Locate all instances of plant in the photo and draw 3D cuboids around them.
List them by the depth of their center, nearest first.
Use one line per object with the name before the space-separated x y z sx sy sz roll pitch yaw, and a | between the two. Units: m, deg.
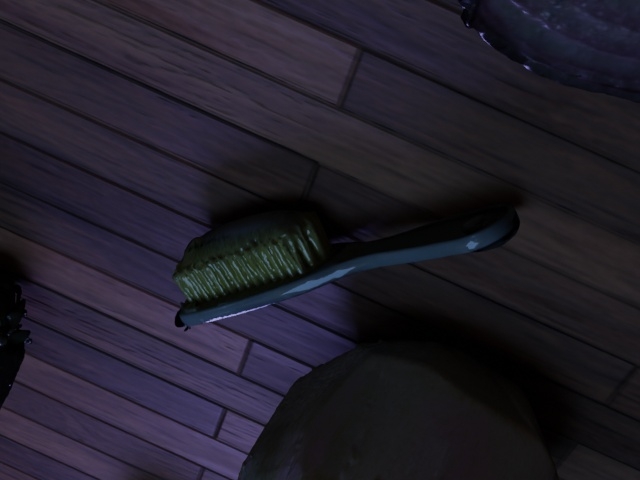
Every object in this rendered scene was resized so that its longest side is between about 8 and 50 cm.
plant | -0.282 0.085 1.355 0.094 0.143 0.092 16 -173 39

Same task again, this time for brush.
brush | 0.000 0.000 1.124 0.297 0.068 0.060 -15 108 40

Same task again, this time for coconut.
coconut | 0.051 0.193 1.201 0.241 0.241 0.241 17 146 12

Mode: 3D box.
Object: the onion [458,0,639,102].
onion | 0.194 -0.168 0.722 0.247 0.111 0.250 11 140 -20
